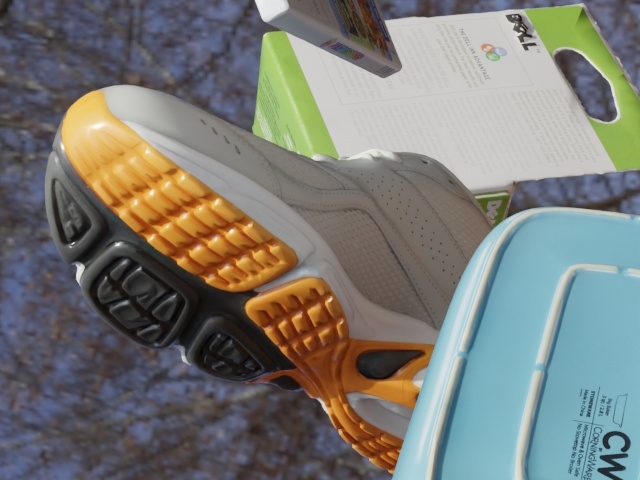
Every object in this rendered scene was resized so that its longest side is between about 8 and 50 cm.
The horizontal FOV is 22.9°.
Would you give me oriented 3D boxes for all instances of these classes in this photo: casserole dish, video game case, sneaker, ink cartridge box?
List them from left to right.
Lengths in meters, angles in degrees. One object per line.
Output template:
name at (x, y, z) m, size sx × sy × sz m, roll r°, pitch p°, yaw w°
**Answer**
video game case at (-0.008, -0.106, 0.558) m, size 0.087 × 0.011 × 0.122 m, roll 69°, pitch -162°, yaw 10°
sneaker at (0.000, 0.000, 0.644) m, size 0.262 × 0.099 × 0.121 m, roll 37°, pitch -132°, yaw -36°
ink cartridge box at (0.100, -0.069, 1.136) m, size 0.255 × 0.188 × 0.097 m, roll -7°, pitch -42°, yaw -16°
casserole dish at (0.082, 0.052, 0.470) m, size 0.037 × 0.114 × 0.188 m, roll 83°, pitch -159°, yaw -45°
